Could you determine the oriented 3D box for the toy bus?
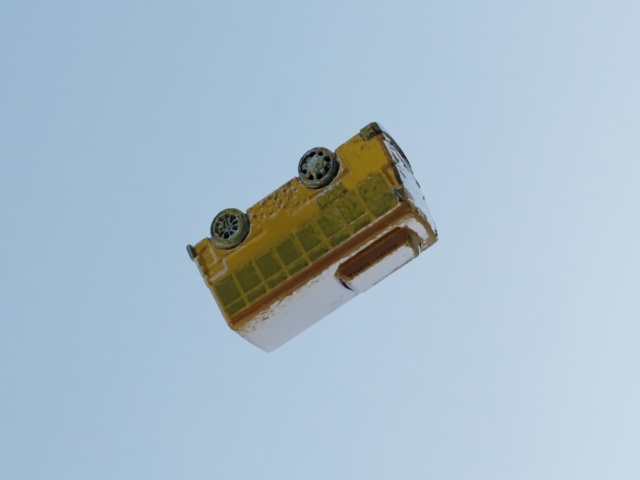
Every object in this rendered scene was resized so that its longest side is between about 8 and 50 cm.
[{"bbox_3d":[0.000,0.000,1.029,0.201,0.114,0.098,-34,-30,8],"label":"toy bus"}]
